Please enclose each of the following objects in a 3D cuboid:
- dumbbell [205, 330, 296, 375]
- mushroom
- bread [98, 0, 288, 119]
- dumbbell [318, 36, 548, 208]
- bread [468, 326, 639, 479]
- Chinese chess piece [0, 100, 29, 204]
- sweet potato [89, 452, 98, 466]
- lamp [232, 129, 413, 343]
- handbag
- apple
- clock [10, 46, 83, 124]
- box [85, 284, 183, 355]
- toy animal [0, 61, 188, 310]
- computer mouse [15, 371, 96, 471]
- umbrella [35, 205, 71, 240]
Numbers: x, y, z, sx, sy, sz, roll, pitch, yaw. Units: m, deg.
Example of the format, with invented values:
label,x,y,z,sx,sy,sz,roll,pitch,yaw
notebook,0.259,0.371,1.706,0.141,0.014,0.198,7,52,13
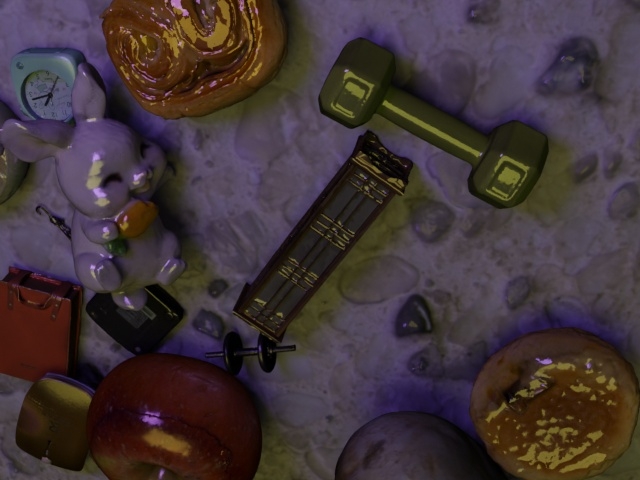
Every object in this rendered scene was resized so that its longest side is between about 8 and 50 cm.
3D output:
label,x,y,z,sx,sy,sz,roll,pitch,yaw
dumbbell,-0.108,0.171,1.479,0.147,0.069,0.069,-6,114,16
mushroom,0.150,0.410,1.383,0.260,0.352,0.352,-35,105,13
bread,-0.158,-0.264,1.248,0.236,0.120,0.198,-20,109,20
dumbbell,0.146,-0.149,1.248,0.302,0.108,0.121,27,118,-2
bread,0.333,0.228,1.383,0.244,0.134,0.244,4,113,10
Chinese chess piece,-0.523,-0.131,1.410,0.188,0.083,0.188,4,114,10
sweet potato,-0.281,0.399,1.618,0.243,0.077,0.077,25,118,5
lamp,0.000,0.000,1.363,0.089,0.090,0.325,35,118,-8
handbag,-0.454,0.141,1.542,0.127,0.063,0.190,16,120,4
apple,-0.223,0.297,1.492,0.272,0.206,0.251,7,128,11
clock,-0.380,-0.205,1.367,0.101,0.041,0.135,3,117,9
box,-0.295,0.113,1.513,0.126,0.027,0.125,41,117,-9
toy animal,-0.300,-0.067,1.331,0.154,0.208,0.325,9,139,53
computer mouse,-0.436,0.313,1.594,0.126,0.056,0.245,24,133,-4
umbrella,-0.388,-0.012,1.478,0.122,0.013,0.022,42,128,-11
